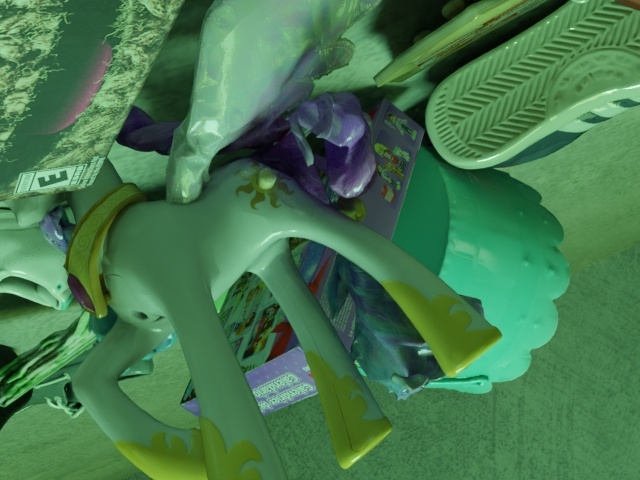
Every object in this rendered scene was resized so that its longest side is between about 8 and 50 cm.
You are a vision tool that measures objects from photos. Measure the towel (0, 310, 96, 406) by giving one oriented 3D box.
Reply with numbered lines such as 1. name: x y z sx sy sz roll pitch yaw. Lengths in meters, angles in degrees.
1. towel: -0.217 0.065 0.972 0.248 0.038 0.325 -37 -179 -43

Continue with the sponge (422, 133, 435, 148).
1. sponge: 0.232 -0.140 1.071 0.210 0.031 0.117 -6 157 -45

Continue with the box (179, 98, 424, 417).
1. box: -0.014 0.023 0.845 0.057 0.293 0.201 35 141 -19

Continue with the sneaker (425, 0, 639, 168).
1. sneaker: 0.273 -0.174 0.868 0.350 0.131 0.148 -22 173 17

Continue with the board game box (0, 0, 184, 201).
1. board game box: -0.219 -0.111 0.342 0.291 0.141 0.232 -13 162 -32

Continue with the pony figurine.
1. pony figurine: -0.057 -0.023 0.607 0.351 0.363 0.303 -32 164 -30

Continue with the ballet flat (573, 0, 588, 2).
1. ballet flat: 0.140 -0.207 0.579 0.316 0.106 0.107 -13 162 -30

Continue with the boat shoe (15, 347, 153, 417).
1. boat shoe: -0.365 0.202 1.275 0.319 0.099 0.116 -29 164 23

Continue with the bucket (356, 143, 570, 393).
1. bucket: 0.110 0.025 0.989 0.183 0.281 0.281 18 141 -38

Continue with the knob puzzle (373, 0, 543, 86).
1. knob puzzle: 0.123 -0.183 0.715 0.213 0.030 0.213 -29 -177 2

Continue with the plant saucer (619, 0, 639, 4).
1. plant saucer: 0.328 -0.241 0.625 0.259 0.048 0.258 -39 178 23

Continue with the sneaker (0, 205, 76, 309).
1. sneaker: -0.239 0.018 0.840 0.212 0.094 0.080 -10 159 -39

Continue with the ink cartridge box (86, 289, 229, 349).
1. ink cartridge box: -0.147 0.072 1.063 0.171 0.056 0.235 -32 -175 23

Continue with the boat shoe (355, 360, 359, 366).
1. boat shoe: -0.006 0.113 1.281 0.302 0.113 0.103 18 158 -15

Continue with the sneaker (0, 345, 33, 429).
1. sneaker: -0.482 0.218 1.067 0.178 0.124 0.295 -29 -179 4
